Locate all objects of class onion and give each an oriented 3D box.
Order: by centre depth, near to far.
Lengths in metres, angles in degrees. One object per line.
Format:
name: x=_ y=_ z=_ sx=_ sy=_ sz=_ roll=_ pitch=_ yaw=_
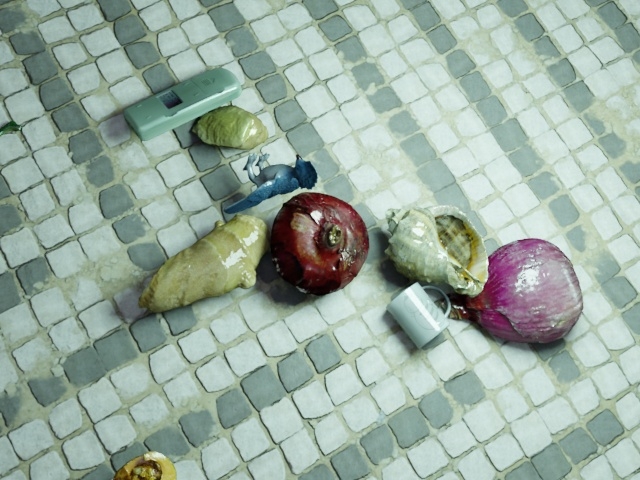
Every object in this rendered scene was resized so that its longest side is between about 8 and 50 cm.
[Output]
onion: x=0.000 y=0.000 z=1.883 sx=0.252 sy=0.219 sz=0.252 roll=2 pitch=79 yaw=-12
onion: x=0.475 y=0.123 z=1.935 sx=0.348 sy=0.159 sz=0.267 roll=-13 pitch=71 yaw=-12

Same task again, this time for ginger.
ginger: x=-0.271 y=0.064 z=1.877 sx=0.354 sy=0.126 sz=0.190 roll=-27 pitch=73 yaw=-11
ginger: x=-0.225 y=-0.279 z=2.026 sx=0.193 sy=0.122 sz=0.115 roll=17 pitch=88 yaw=34

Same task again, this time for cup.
cup: x=0.248 y=0.168 z=1.914 sx=0.136 sy=0.099 sz=0.133 roll=-38 pitch=79 yaw=3

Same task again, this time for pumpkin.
pumpkin: x=-0.401 y=0.542 z=1.709 sx=0.119 sy=0.107 sz=0.183 roll=51 pitch=52 yaw=1

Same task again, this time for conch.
conch: x=0.269 y=0.026 z=1.945 sx=0.291 sy=0.159 sz=0.210 roll=50 pitch=45 yaw=2

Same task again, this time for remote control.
remote control: x=-0.345 y=-0.350 z=2.019 sx=0.296 sy=0.056 sz=0.140 roll=-29 pitch=44 yaw=-16

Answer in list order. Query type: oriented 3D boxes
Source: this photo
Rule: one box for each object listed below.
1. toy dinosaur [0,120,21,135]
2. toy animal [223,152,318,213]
toy dinosaur: x=-0.922 y=-0.130 z=1.880 sx=0.446 sy=0.087 sz=0.301 roll=-9 pitch=74 yaw=-17
toy animal: x=-0.114 y=-0.131 z=1.902 sx=0.239 sy=0.255 sz=0.176 roll=-21 pitch=63 yaw=-44
